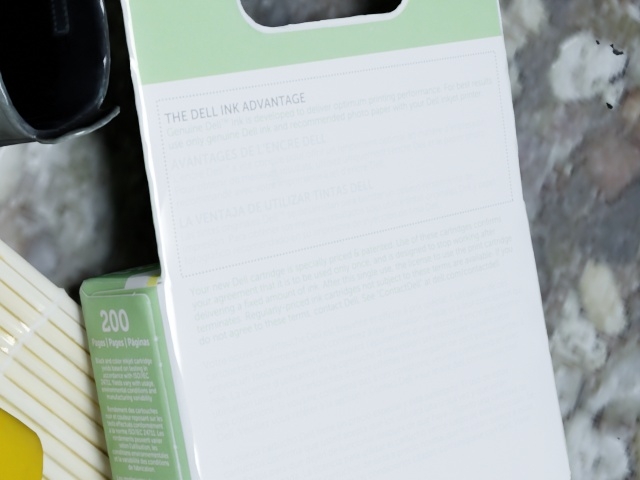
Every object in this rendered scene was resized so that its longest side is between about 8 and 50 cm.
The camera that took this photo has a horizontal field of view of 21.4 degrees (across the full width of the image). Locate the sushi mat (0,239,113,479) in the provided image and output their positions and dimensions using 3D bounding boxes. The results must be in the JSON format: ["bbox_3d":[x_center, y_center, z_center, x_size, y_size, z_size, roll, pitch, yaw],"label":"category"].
[{"bbox_3d":[-0.126,0.075,0.533,0.316,0.019,0.151,44,69,-29],"label":"sushi mat"}]

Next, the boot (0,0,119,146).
[{"bbox_3d":[-0.121,-0.108,0.436,0.077,0.137,0.198,-33,108,-41],"label":"boot"}]

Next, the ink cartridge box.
[{"bbox_3d":[0.000,0.000,0.583,0.171,0.056,0.235,-13,94,-40],"label":"ink cartridge box"}]

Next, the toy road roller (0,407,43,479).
[{"bbox_3d":[-0.230,0.130,0.376,0.202,0.240,0.329,40,42,-30],"label":"toy road roller"}]
